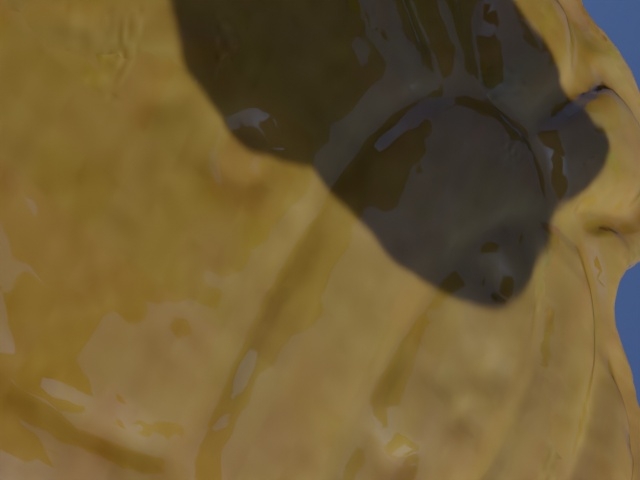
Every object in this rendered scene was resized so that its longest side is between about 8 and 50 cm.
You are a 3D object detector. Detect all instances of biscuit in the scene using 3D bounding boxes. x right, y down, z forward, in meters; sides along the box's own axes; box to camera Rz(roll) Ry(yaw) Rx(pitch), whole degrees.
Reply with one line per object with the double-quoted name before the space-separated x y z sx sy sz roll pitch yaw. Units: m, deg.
"biscuit" 0.000 0.000 0.583 0.057 0.351 0.312 -19 -136 52
